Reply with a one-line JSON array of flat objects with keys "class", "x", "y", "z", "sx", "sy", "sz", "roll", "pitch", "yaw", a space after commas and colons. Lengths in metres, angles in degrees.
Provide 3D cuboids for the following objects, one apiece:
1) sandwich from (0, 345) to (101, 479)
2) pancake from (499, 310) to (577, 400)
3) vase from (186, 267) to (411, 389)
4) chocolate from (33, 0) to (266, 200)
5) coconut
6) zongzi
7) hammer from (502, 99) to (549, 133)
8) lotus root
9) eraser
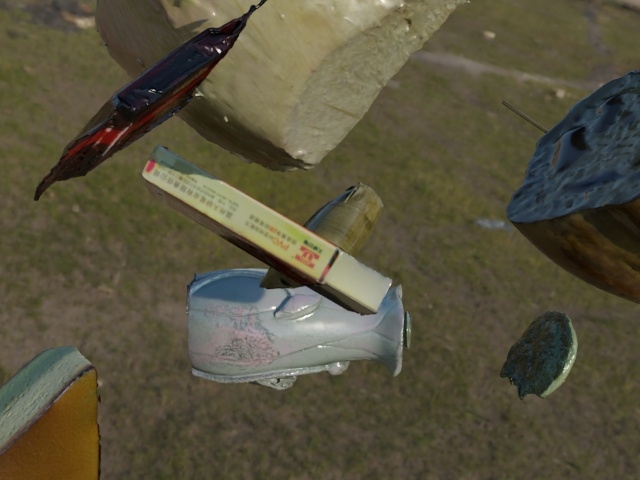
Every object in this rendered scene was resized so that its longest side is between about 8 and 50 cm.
[{"class": "sandwich", "x": -0.370, "y": 0.248, "z": 1.224, "sx": 0.186, "sy": 0.220, "sz": 0.108, "roll": -13, "pitch": 31, "yaw": -37}, {"class": "pancake", "x": 0.269, "y": 0.139, "z": 1.234, "sx": 0.022, "sy": 0.116, "sz": 0.129, "roll": 31, "pitch": 8, "yaw": -18}, {"class": "vase", "x": -0.041, "y": 0.177, "z": 2.026, "sx": 0.445, "sy": 0.250, "sz": 0.250, "roll": 1, "pitch": 20, "yaw": 3}, {"class": "chocolate", "x": -0.095, "y": -0.085, "z": 0.575, "sx": 0.028, "sy": 0.086, "sz": 0.182, "roll": 50, "pitch": 49, "yaw": -5}, {"class": "coconut", "x": -0.034, "y": -0.221, "z": 0.773, "sx": 0.254, "sy": 0.297, "sz": 0.297, "roll": 39, "pitch": 16, "yaw": -13}, {"class": "zongzi", "x": 0.000, "y": 0.000, "z": 1.388, "sx": 0.078, "sy": 0.160, "sz": 0.176, "roll": 47, "pitch": -25, "yaw": -12}, {"class": "hammer", "x": 0.333, "y": -0.189, "z": 1.586, "sx": 0.110, "sy": 0.019, "sz": 0.035, "roll": 35, "pitch": -10, "yaw": -2}, {"class": "lotus root", "x": 0.436, "y": -0.072, "z": 1.253, "sx": 0.250, "sy": 0.316, "sz": 0.316, "roll": 39, "pitch": 15, "yaw": -17}, {"class": "eraser", "x": -0.052, "y": -0.005, "z": 0.909, "sx": 0.230, "sy": 0.038, "sz": 0.157, "roll": 30, "pitch": -7, "yaw": -5}]
